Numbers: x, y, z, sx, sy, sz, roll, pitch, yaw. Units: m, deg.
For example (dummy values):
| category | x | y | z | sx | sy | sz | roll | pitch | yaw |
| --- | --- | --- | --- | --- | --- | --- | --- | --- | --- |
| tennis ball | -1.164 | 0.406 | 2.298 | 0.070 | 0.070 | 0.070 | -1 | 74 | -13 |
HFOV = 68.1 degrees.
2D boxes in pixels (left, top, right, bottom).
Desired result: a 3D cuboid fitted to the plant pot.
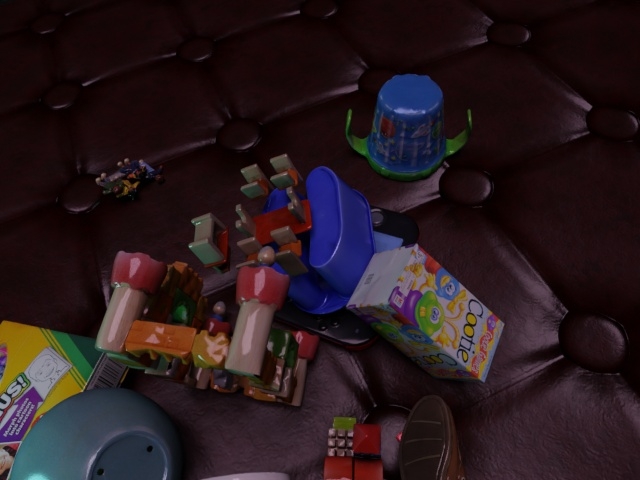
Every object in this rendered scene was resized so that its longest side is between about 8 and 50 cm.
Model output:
| category | x | y | z | sx | sy | sz | roll | pitch | yaw |
| --- | --- | --- | --- | --- | --- | --- | --- | --- | --- |
| plant pot | -0.364 | 0.404 | 0.833 | 0.290 | 0.195 | 0.290 | 15 | 64 | -34 |

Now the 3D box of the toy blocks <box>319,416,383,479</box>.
| category | x | y | z | sx | sy | sz | roll | pitch | yaw |
| --- | --- | --- | --- | --- | --- | --- | --- | --- | --- |
| toy blocks | 0.054 | 0.470 | 0.796 | 0.191 | 0.260 | 0.381 | 1 | 57 | 6 |

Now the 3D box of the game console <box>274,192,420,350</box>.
| category | x | y | z | sx | sy | sz | roll | pitch | yaw |
| --- | --- | --- | --- | --- | --- | --- | --- | --- | --- |
| game console | 0.037 | 0.057 | 1.182 | 0.342 | 0.060 | 0.386 | 19 | 61 | 17 |

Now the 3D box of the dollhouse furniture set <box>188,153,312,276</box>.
| category | x | y | z | sx | sy | sz | roll | pitch | yaw |
| --- | --- | --- | --- | --- | --- | --- | --- | --- | --- |
| dollhouse furniture set | -0.139 | -0.020 | 1.032 | 0.259 | 0.135 | 0.261 | -17 | 53 | 16 |

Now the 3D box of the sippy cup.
| category | x | y | z | sx | sy | sz | roll | pitch | yaw |
| --- | --- | --- | --- | --- | --- | --- | --- | --- | --- |
| sippy cup | 0.241 | -0.322 | 1.305 | 0.306 | 0.224 | 0.240 | -28 | 60 | -12 |

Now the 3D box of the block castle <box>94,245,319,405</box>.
| category | x | y | z | sx | sy | sz | roll | pitch | yaw |
| --- | --- | --- | --- | --- | --- | --- | --- | --- | --- |
| block castle | -0.180 | 0.166 | 0.907 | 0.303 | 0.453 | 0.212 | 6 | 66 | 11 |

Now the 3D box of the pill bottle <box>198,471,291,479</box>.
| category | x | y | z | sx | sy | sz | roll | pitch | yaw |
| --- | --- | --- | --- | --- | --- | --- | --- | --- | --- |
| pill bottle | -0.126 | 0.599 | 0.755 | 0.224 | 0.224 | 0.392 | -8 | 58 | 1 |

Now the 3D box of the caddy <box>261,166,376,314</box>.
| category | x | y | z | sx | sy | sz | roll | pitch | yaw |
| --- | --- | --- | --- | --- | --- | --- | --- | --- | --- |
| caddy | 0.000 | 0.000 | 1.099 | 0.241 | 0.179 | 0.341 | -22 | 51 | 25 |

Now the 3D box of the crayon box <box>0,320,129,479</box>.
| category | x | y | z | sx | sy | sz | roll | pitch | yaw |
| --- | --- | --- | --- | --- | --- | --- | --- | --- | --- |
| crayon box | -0.619 | 0.367 | 0.975 | 0.313 | 0.106 | 0.362 | 6 | 56 | 19 |

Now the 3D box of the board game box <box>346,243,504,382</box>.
| category | x | y | z | sx | sy | sz | roll | pitch | yaw |
| --- | --- | --- | --- | --- | --- | --- | --- | --- | --- |
| board game box | 0.217 | 0.153 | 0.967 | 0.275 | 0.142 | 0.144 | 40 | 62 | -18 |

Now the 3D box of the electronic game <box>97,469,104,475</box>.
| category | x | y | z | sx | sy | sz | roll | pitch | yaw |
| --- | --- | --- | --- | --- | --- | --- | --- | --- | --- |
| electronic game | -0.539 | 0.437 | 1.003 | 0.230 | 0.048 | 0.229 | -3 | 58 | 4 |

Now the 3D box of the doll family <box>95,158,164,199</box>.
| category | x | y | z | sx | sy | sz | roll | pitch | yaw |
| --- | --- | --- | --- | --- | --- | --- | --- | --- | --- |
| doll family | -0.546 | -0.179 | 1.384 | 0.111 | 0.076 | 0.193 | 28 | 61 | 26 |

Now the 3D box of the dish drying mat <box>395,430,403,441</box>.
| category | x | y | z | sx | sy | sz | roll | pitch | yaw |
| --- | --- | --- | --- | --- | --- | --- | --- | --- | --- |
| dish drying mat | 0.193 | 0.422 | 0.962 | 0.032 | 0.008 | 0.083 | -37 | 61 | -16 |

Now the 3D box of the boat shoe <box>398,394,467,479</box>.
| category | x | y | z | sx | sy | sz | roll | pitch | yaw |
| --- | --- | --- | --- | --- | --- | --- | --- | --- | --- |
| boat shoe | 0.218 | 0.455 | 0.888 | 0.111 | 0.104 | 0.307 | -23 | 42 | 40 |
